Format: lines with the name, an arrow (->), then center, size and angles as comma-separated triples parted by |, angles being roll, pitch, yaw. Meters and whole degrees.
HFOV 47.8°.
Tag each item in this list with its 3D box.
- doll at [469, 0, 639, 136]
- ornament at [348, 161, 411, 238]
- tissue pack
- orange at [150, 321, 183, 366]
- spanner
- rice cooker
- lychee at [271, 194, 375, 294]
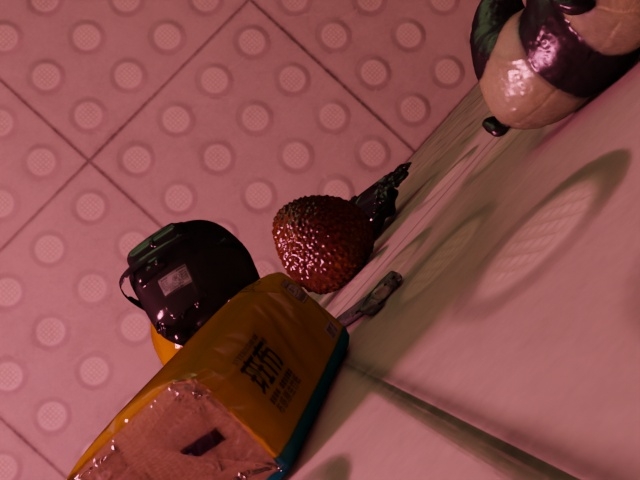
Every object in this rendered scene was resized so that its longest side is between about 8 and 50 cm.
doll -> 0.239, -0.198, 0.686 | 0.234, 0.143, 0.135 | -44, 28, 56
ornament -> 0.105, -0.050, 1.587 | 0.260, 0.106, 0.251 | -34, 18, 46
tissue pack -> -0.094, 0.158, 0.696 | 0.192, 0.134, 0.271 | -46, 2, 19
orange -> -0.226, 0.188, 1.545 | 0.279, 0.278, 0.235 | -46, 31, 45
spanner -> 0.025, 0.106, 0.933 | 0.071, 0.017, 0.302 | -49, 1, -29
rice cooker -> -0.144, 0.054, 0.854 | 0.142, 0.118, 0.203 | -35, -26, 7
lychee -> 0.005, 0.000, 1.348 | 0.194, 0.194, 0.194 | -47, 1, 1
